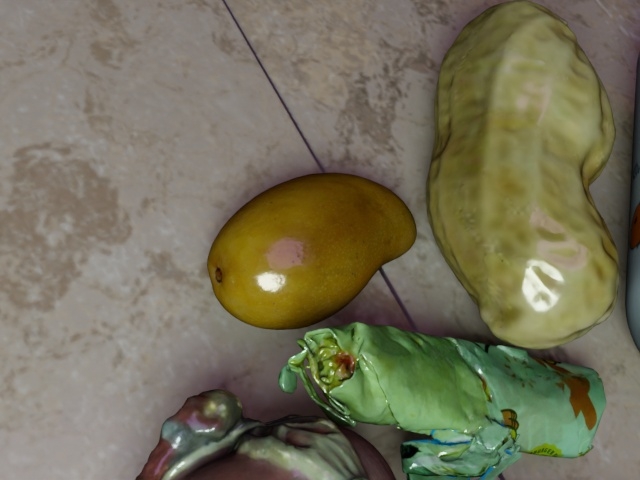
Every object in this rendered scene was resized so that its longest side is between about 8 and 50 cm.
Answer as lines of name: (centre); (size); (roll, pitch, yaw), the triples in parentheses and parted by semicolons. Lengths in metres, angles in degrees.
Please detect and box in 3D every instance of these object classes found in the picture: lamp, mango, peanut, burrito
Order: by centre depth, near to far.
lamp: (-0.010, 0.188, 0.589); (0.215, 0.151, 0.223); (-13, 102, -31)
burrito: (0.099, 0.115, 0.682); (0.288, 0.054, 0.104); (16, 53, -37)
mango: (0.000, 0.000, 0.735); (0.184, 0.085, 0.102); (-28, 74, -39)
peanut: (0.157, -0.055, 0.801); (0.147, 0.147, 0.305); (17, 57, -12)

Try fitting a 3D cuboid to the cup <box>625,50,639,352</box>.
cup: (0.354, -0.031, 0.823); (0.212, 0.212, 0.317); (23, 55, -8)
